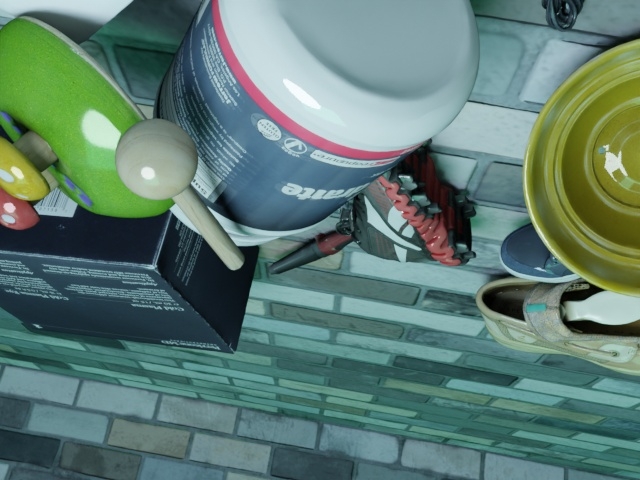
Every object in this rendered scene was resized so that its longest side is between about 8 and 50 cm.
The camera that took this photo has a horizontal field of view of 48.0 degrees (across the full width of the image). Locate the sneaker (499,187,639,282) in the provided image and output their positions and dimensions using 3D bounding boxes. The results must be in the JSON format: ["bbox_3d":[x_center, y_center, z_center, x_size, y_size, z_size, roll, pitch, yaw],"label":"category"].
[{"bbox_3d":[0.292,-0.019,0.767,0.226,0.086,0.163,-8,157,24],"label":"sneaker"}]

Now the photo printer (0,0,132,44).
[{"bbox_3d":[-0.173,-0.252,0.404,0.256,0.107,0.307,30,156,-33],"label":"photo printer"}]

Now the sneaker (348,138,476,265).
[{"bbox_3d":[0.075,-0.046,0.792,0.135,0.098,0.276,-7,152,26],"label":"sneaker"}]

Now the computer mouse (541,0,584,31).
[{"bbox_3d":[0.229,-0.199,0.470,0.192,0.042,0.106,-2,149,38],"label":"computer mouse"}]

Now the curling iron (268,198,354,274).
[{"bbox_3d":[0.000,0.000,1.003,0.068,0.035,0.274,20,153,-26],"label":"curling iron"}]

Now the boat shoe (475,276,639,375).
[{"bbox_3d":[0.383,0.108,0.975,0.341,0.122,0.110,-1,154,27],"label":"boat shoe"}]

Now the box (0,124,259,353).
[{"bbox_3d":[-0.296,0.006,0.968,0.343,0.179,0.312,5,154,13],"label":"box"}]

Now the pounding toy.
[{"bbox_3d":[-0.188,-0.049,0.538,0.236,0.110,0.183,33,157,24],"label":"pounding toy"}]

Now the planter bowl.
[{"bbox_3d":[0.288,-0.066,0.619,0.217,0.217,0.090,3,-163,17],"label":"planter bowl"}]

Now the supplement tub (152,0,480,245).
[{"bbox_3d":[-0.024,-0.115,0.572,0.191,0.191,0.272,20,154,-19],"label":"supplement tub"}]

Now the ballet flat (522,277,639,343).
[{"bbox_3d":[0.407,0.081,0.854,0.315,0.108,0.106,-6,169,-1],"label":"ballet flat"}]
